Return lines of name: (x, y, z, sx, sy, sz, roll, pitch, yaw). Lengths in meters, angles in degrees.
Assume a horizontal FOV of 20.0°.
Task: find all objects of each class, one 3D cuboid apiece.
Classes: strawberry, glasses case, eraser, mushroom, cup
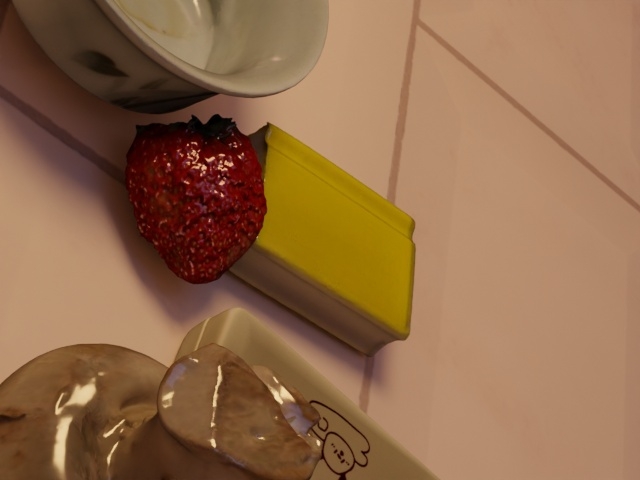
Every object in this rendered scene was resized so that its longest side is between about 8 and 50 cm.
strawberry: (-0.113, -0.041, 1.671, 0.131, 0.131, 0.148, -21, 106, -53)
glasses case: (-0.008, 0.203, 1.664, 0.313, 0.070, 0.131, 43, 40, -21)
eraser: (0.000, 0.000, 1.808, 0.226, 0.069, 0.158, 33, 43, -32)
mushroom: (-0.124, 0.208, 1.342, 0.297, 0.290, 0.297, 27, 48, -34)
cup: (-0.168, -0.256, 1.705, 0.347, 0.163, 0.347, 28, 47, -35)
